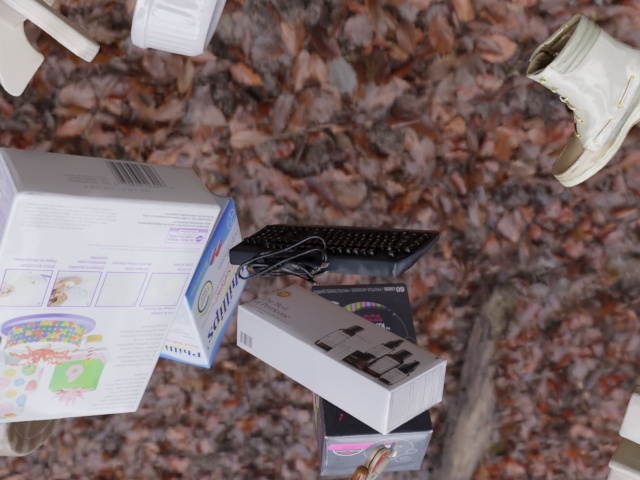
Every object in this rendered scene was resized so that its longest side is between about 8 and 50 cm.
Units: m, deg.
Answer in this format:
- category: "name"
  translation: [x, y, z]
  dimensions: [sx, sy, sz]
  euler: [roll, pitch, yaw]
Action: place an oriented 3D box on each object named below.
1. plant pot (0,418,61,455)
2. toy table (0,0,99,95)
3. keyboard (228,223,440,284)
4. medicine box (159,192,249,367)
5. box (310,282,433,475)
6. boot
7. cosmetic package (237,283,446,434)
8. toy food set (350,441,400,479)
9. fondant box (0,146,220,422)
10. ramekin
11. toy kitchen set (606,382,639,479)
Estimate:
- category: "plant pot"
  translation: [-0.535, 0.190, 1.290]
  dimensions: [0.280, 0.323, 0.323]
  euler: [16, 138, 13]
- category: "toy table"
  translation: [-0.402, -0.335, 1.150]
  dimensions: [0.274, 0.252, 0.161]
  euler: [-44, 140, 17]
- category: "keyboard"
  translation: [0.000, 0.000, 0.753]
  dimensions: [0.192, 0.100, 0.038]
  euler: [2, 120, 37]
- category: "medicine box"
  translation: [-0.277, 0.080, 1.835]
  dimensions: [0.149, 0.263, 0.289]
  euler: [11, 144, 14]
- category: "box"
  translation: [0.069, 0.217, 1.374]
  dimensions: [0.165, 0.270, 0.143]
  euler: [-3, 142, -6]
- category: "boot"
  translation: [0.334, -0.181, 1.138]
  dimensions: [0.165, 0.077, 0.213]
  euler: [23, 125, -18]
- category: "cosmetic package"
  translation: [0.018, 0.126, 0.985]
  dimensions: [0.099, 0.239, 0.060]
  euler: [-18, 121, -43]
- category: "toy food set"
  translation: [0.044, 0.273, 0.952]
  dimensions: [0.122, 0.019, 0.078]
  euler: [-52, 151, -1]
- category: "fondant box"
  translation: [-0.289, 0.063, 1.016]
  dimensions: [0.238, 0.096, 0.330]
  euler: [3, 123, -39]
- category: "ramekin"
  translation: [-0.234, -0.459, 1.551]
  dimensions: [0.127, 0.273, 0.273]
  euler: [19, 133, -7]
- category: "toy kitchen set"
  translation: [0.399, 0.264, 0.924]
  dimensions: [0.166, 0.122, 0.207]
  euler: [22, 113, 28]
